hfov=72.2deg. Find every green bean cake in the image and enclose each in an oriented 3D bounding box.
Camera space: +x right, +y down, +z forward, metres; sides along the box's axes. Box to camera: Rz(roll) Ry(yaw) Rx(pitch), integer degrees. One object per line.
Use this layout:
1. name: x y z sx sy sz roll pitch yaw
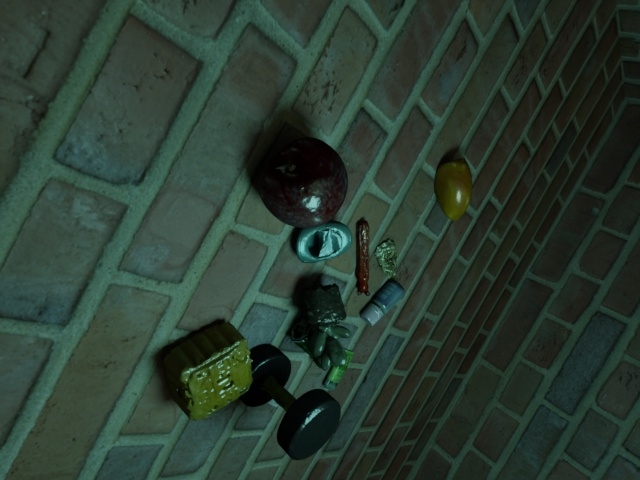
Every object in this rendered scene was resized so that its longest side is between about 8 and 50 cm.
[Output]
1. green bean cake: -0.307 0.370 1.246 0.229 0.131 0.224 -26 130 -32

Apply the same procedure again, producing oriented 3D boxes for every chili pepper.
1. chili pepper: -0.006 0.375 1.589 0.270 0.099 0.136 60 42 -40

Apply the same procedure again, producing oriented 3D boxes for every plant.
1. plant: 0.018 0.279 1.434 0.149 0.146 0.275 -10 82 -12

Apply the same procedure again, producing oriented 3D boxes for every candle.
1. candle: 0.154 0.074 1.603 0.051 0.048 0.329 -40 137 -41

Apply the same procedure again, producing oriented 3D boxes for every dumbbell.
1. dumbbell: -0.112 0.493 1.371 0.203 0.322 0.204 -25 130 -34

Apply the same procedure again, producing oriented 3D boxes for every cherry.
1. cherry: -0.036 -0.142 1.161 0.230 0.203 0.300 -55 154 -7

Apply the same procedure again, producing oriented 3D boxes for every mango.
1. mango: 0.527 -0.200 1.744 0.126 0.153 0.252 -15 111 -31

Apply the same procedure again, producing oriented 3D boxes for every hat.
1. hat: 0.000 0.000 1.381 0.190 0.078 0.138 -7 111 -22

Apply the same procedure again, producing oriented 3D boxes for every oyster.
1. oyster: 0.271 0.069 1.716 0.108 0.053 0.166 -46 132 -30

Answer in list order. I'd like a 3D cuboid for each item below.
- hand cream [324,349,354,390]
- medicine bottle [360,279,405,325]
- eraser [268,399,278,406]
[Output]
1. hand cream: 0.074 0.530 1.799 0.095 0.046 0.175 33 87 -47
2. medicine bottle: 0.252 0.255 1.783 0.203 0.083 0.083 -44 138 -19
3. eraser: -0.169 0.558 1.584 0.065 0.026 0.105 -53 139 -11
